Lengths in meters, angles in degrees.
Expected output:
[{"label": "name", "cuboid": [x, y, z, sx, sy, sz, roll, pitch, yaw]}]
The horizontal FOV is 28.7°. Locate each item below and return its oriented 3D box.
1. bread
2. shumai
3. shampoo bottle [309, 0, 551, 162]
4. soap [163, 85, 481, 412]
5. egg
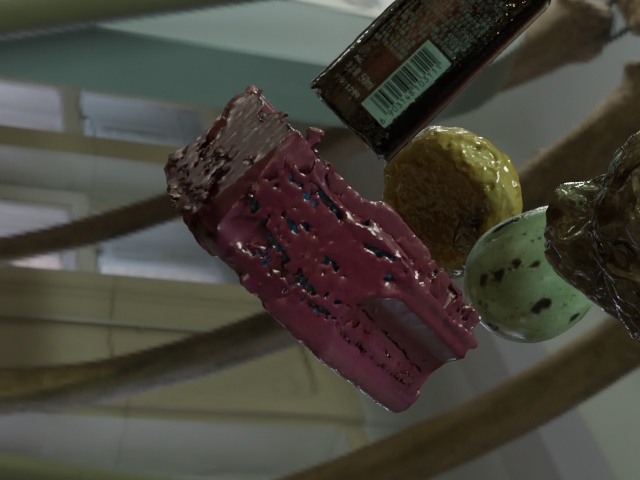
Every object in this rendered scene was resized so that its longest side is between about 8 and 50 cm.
[{"label": "bread", "cuboid": [0.209, -0.067, 1.905, 0.244, 0.134, 0.245, 21, -56, 35]}, {"label": "shumai", "cuboid": [0.304, -0.006, 1.036, 0.185, 0.218, 0.184, -107, -143, -72]}, {"label": "shampoo bottle", "cuboid": [0.143, -0.236, 1.344, 0.323, 0.129, 0.084, -45, 166, 2]}, {"label": "soap", "cuboid": [0.000, 0.000, 0.811, 0.099, 0.250, 0.162, -41, -121, 2]}, {"label": "egg", "cuboid": [0.220, 0.027, 1.249, 0.164, 0.131, 0.131, -41, -153, 3]}]
